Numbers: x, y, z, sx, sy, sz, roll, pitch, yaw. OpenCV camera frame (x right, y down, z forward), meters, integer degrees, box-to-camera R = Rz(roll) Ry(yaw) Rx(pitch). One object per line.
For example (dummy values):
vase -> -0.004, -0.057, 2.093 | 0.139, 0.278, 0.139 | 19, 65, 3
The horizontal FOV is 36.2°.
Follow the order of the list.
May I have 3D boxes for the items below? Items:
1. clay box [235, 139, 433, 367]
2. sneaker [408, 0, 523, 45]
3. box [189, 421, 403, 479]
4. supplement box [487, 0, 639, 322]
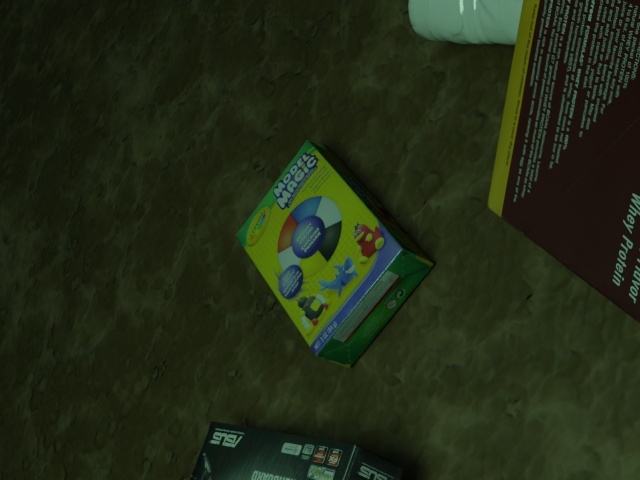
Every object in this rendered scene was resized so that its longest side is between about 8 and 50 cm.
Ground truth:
clay box -> 0.000, 0.000, 0.935 | 0.127, 0.053, 0.222 | -52, 44, 14
sneaker -> 0.197, -0.305, 0.847 | 0.169, 0.108, 0.292 | 23, 98, 47
box -> -0.049, 0.253, 0.816 | 0.231, 0.056, 0.183 | -6, 57, 55
supplement box -> 0.222, -0.072, 0.610 | 0.194, 0.129, 0.191 | -132, 42, -56
